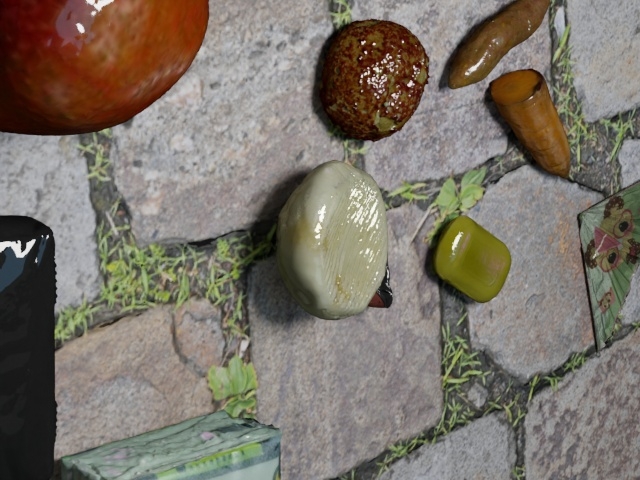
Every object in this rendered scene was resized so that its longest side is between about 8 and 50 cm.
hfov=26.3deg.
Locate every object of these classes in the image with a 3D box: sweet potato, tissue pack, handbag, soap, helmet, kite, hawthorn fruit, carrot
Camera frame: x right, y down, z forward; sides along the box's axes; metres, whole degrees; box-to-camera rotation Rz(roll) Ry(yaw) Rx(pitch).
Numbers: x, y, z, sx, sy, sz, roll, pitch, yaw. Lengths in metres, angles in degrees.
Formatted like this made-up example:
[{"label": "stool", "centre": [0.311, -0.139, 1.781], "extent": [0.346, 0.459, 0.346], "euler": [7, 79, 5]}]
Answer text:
[{"label": "sweet potato", "centre": [0.230, -0.260, 1.722], "extent": [0.218, 0.051, 0.065], "euler": [-43, 168, -27]}, {"label": "tissue pack", "centre": [-0.155, 0.359, 1.468], "extent": [0.228, 0.128, 0.310], "euler": [-11, 107, -39]}, {"label": "handbag", "centre": [-0.356, 0.114, 1.248], "extent": [0.244, 0.088, 0.275], "euler": [-8, 109, -39]}, {"label": "soap", "centre": [0.195, 0.025, 1.770], "extent": [0.140, 0.045, 0.089], "euler": [33, 75, -42]}, {"label": "helmet", "centre": [0.057, 0.041, 1.642], "extent": [0.065, 0.049, 0.084], "euler": [7, 78, -72]}, {"label": "kite", "centre": [0.451, 0.011, 2.033], "extent": [0.268, 0.013, 0.323], "euler": [26, 85, -43]}, {"label": "hawthorn fruit", "centre": [-0.232, -0.218, 1.165], "extent": [0.295, 0.295, 0.311], "euler": [-54, 154, -19]}, {"label": "carrot", "centre": [0.291, -0.144, 1.813], "extent": [0.072, 0.072, 0.205], "euler": [-57, 139, -17]}]

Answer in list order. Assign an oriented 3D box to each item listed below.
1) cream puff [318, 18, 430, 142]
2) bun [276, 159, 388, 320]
[{"label": "cream puff", "centre": [0.069, -0.182, 1.574], "extent": [0.149, 0.084, 0.149], "euler": [-13, 110, -39]}, {"label": "bun", "centre": [0.000, 0.000, 1.542], "extent": [0.183, 0.102, 0.183], "euler": [-10, 102, -59]}]
